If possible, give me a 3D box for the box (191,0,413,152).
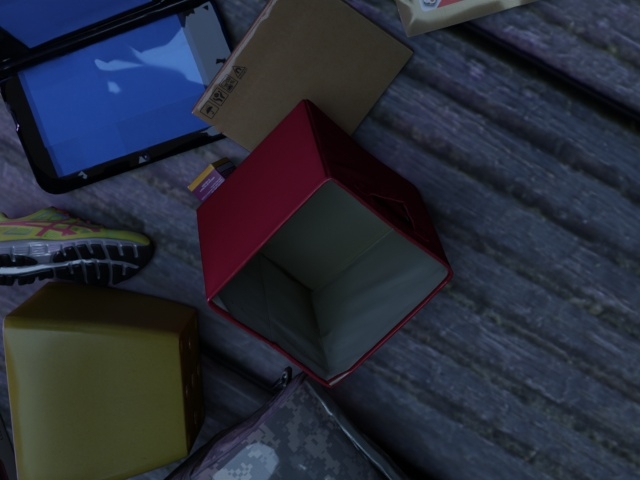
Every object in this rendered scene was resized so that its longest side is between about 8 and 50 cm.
[{"bbox_3d":[-0.020,-0.177,1.520,0.164,0.021,0.201,33,106,-15],"label":"box"}]

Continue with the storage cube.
[{"bbox_3d":[0.000,0.000,1.454,0.184,0.193,0.215,36,108,-26],"label":"storage cube"}]

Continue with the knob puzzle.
[{"bbox_3d":[0.149,-0.335,1.470,0.213,0.030,0.213,3,101,14],"label":"knob puzzle"}]

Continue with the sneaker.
[{"bbox_3d":[-0.302,-0.004,1.621,0.209,0.094,0.081,1,142,-4],"label":"sneaker"}]

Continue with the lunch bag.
[{"bbox_3d":[-0.014,0.324,1.538,0.256,0.212,0.305,-42,89,18],"label":"lunch bag"}]

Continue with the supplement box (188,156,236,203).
[{"bbox_3d":[-0.103,-0.050,1.573,0.083,0.055,0.043,47,109,3],"label":"supplement box"}]

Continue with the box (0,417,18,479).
[{"bbox_3d":[-0.479,0.278,1.634,0.127,0.232,0.148,-17,96,16],"label":"box"}]

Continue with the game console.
[{"bbox_3d":[-0.260,-0.200,1.530,0.293,0.250,0.173,-18,69,16],"label":"game console"}]

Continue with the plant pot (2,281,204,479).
[{"bbox_3d":[-0.238,0.166,1.580,0.187,0.212,0.212,-3,100,3],"label":"plant pot"}]
